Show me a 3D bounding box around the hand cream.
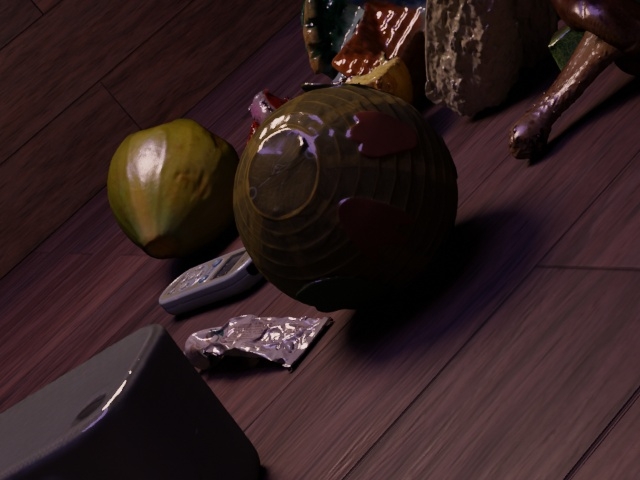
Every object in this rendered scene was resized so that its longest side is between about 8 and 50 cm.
[{"bbox_3d":[-0.093,0.126,1.367,0.257,0.050,0.084,-13,28,51],"label":"hand cream"}]

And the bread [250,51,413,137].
[{"bbox_3d":[0.034,-0.163,1.693,0.261,0.147,0.160,-24,13,31],"label":"bread"}]

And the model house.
[{"bbox_3d":[0.111,-0.348,1.781,0.294,0.252,0.329,-58,17,15],"label":"model house"}]

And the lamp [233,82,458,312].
[{"bbox_3d":[0.040,-0.038,1.237,0.250,0.284,0.250,-10,72,32],"label":"lamp"}]

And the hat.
[{"bbox_3d":[-0.111,-0.177,2.146,0.227,0.129,0.140,-53,30,15],"label":"hat"}]

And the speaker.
[{"bbox_3d":[-0.261,0.265,1.109,0.406,0.184,0.183,-31,19,26],"label":"speaker"}]

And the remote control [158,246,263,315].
[{"bbox_3d":[-0.158,0.061,1.673,0.244,0.047,0.087,-20,22,49],"label":"remote control"}]

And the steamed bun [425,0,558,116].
[{"bbox_3d":[0.232,-0.300,1.496,0.170,0.225,0.200,18,61,21],"label":"steamed bun"}]

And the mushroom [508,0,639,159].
[{"bbox_3d":[0.285,-0.190,1.284,0.217,0.148,0.227,-51,7,19],"label":"mushroom"}]

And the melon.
[{"bbox_3d":[0.361,-0.287,1.450,0.118,0.064,0.209,-35,14,31],"label":"melon"}]

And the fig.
[{"bbox_3d":[-0.257,-0.076,1.941,0.239,0.239,0.271,-27,32,36],"label":"fig"}]
